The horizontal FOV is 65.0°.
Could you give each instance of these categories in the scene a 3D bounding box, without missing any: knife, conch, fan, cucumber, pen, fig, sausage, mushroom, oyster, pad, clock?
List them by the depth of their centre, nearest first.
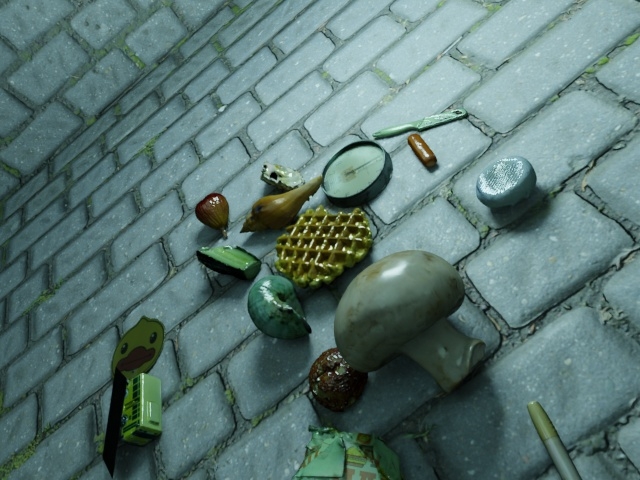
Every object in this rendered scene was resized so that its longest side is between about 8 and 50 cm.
[{"bbox_3d":[0.418,0.387,0.857,0.032,0.040,0.233,-29,51,16],"label":"pen"},{"bbox_3d":[0.182,0.177,1.025,0.297,0.297,0.290,-40,69,5],"label":"mushroom"},{"bbox_3d":[-0.109,0.177,1.308,0.122,0.176,0.188,-56,18,20],"label":"conch"},{"bbox_3d":[-0.569,0.497,1.393,0.159,0.009,0.265,3,84,57],"label":"pad"},{"bbox_3d":[0.284,-0.250,1.399,0.039,0.041,0.131,-19,47,-5],"label":"sausage"},{"bbox_3d":[0.286,-0.339,1.478,0.293,0.020,0.043,-10,52,29],"label":"knife"},{"bbox_3d":[0.102,-0.201,1.489,0.226,0.049,0.226,-19,51,25],"label":"clock"},{"bbox_3d":[-0.128,-0.105,1.533,0.330,0.093,0.109,-34,54,26],"label":"conch"},{"bbox_3d":[-0.275,0.071,1.540,0.193,0.115,0.085,14,111,36],"label":"cucumber"},{"bbox_3d":[-0.583,0.383,1.581,0.230,0.011,0.335,-23,47,21],"label":"fan"},{"bbox_3d":[-0.134,-0.199,1.630,0.209,0.133,0.072,30,123,32],"label":"oyster"},{"bbox_3d":[-0.366,-0.081,1.691,0.119,0.119,0.153,-18,58,25],"label":"fig"}]

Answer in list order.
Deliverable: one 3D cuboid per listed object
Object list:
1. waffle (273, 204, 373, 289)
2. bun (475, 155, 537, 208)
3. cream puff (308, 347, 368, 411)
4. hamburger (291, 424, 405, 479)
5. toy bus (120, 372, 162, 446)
[{"bbox_3d":[0.006,0.004,1.383,0.281,0.058,0.301,-45,41,-14],"label":"waffle"},{"bbox_3d":[0.436,-0.128,1.179,0.141,0.083,0.140,-27,39,24],"label":"bun"},{"bbox_3d":[0.034,0.312,1.145,0.149,0.084,0.149,-20,50,26],"label":"cream puff"},{"bbox_3d":[0.046,0.471,0.998,0.214,0.125,0.235,-48,48,-12],"label":"hamburger"},{"bbox_3d":[-0.499,0.471,1.405,0.101,0.088,0.175,-32,46,15],"label":"toy bus"}]
